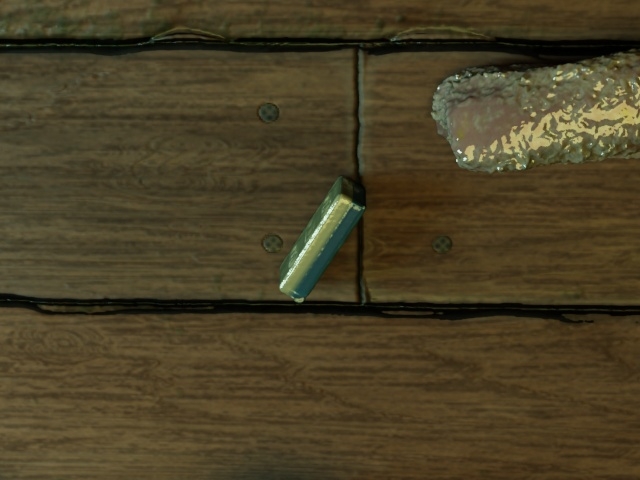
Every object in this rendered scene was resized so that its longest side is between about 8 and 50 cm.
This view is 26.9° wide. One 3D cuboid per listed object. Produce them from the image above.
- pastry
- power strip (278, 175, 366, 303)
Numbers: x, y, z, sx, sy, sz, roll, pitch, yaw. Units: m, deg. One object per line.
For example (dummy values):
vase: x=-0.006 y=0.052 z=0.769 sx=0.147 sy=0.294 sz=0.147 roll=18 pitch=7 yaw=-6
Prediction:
pastry: x=0.233 y=-0.115 z=1.202 sx=0.265 sy=0.112 sz=0.103 roll=-7 pitch=100 yaw=5
power strip: x=0.000 y=0.000 z=1.288 sx=0.032 sy=0.056 sz=0.123 roll=30 pitch=110 yaw=-10
